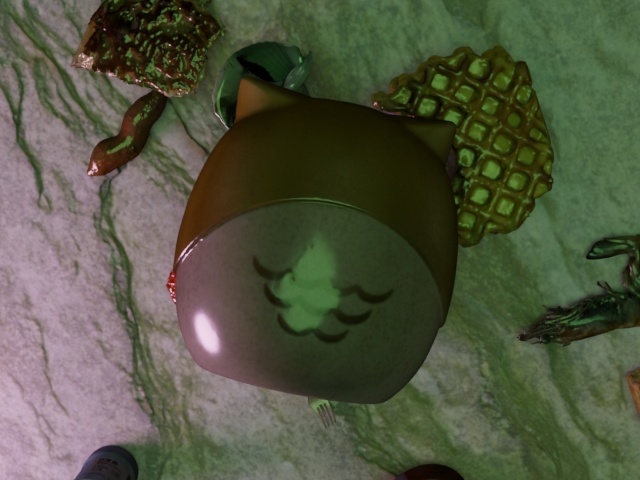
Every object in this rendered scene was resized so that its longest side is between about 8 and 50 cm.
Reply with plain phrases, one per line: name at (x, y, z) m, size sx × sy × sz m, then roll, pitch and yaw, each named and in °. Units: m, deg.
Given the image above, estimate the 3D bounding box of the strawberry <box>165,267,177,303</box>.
strawberry at (-0.168, 0.046, 1.541) m, size 0.175 × 0.107 × 0.235 m, roll 23°, pitch 99°, yaw -2°

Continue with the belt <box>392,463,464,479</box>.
belt at (0.164, 0.526, 1.606) m, size 0.184 × 0.105 × 0.261 m, roll 42°, pitch 99°, yaw -3°

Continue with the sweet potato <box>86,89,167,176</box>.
sweet potato at (-0.323, -0.187, 1.538) m, size 0.065 × 0.051 × 0.218 m, roll 40°, pitch 98°, yaw -19°

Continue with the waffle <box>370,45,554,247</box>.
waffle at (0.244, -0.153, 1.478) m, size 0.261 × 0.151 × 0.324 m, roll -16°, pitch 99°, yaw 8°

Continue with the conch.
conch at (-0.086, -0.227, 1.487) m, size 0.172 × 0.131 × 0.200 m, roll 32°, pitch 81°, yaw 6°

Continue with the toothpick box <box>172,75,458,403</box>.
toothpick box at (0.000, 0.000, 1.310) m, size 0.409 × 0.409 × 0.425 m, roll 12°, pitch 88°, yaw 0°

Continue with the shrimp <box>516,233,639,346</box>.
shrimp at (0.475, 0.088, 1.555) m, size 0.296 × 0.058 × 0.169 m, roll -16°, pitch 91°, yaw 1°

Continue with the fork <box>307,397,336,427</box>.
fork at (-0.040, 0.241, 1.612) m, size 0.034 × 0.028 × 0.219 m, roll -33°, pitch 92°, yaw 14°

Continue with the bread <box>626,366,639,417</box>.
bread at (0.671, 0.336, 1.554) m, size 0.185 × 0.114 × 0.274 m, roll -21°, pitch 99°, yaw 6°

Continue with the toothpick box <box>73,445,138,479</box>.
toothpick box at (-0.390, 0.440, 1.587) m, size 0.101 × 0.153 × 0.101 m, roll 0°, pitch 99°, yaw 2°

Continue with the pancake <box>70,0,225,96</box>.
pancake at (-0.284, -0.359, 1.503) m, size 0.258 × 0.056 × 0.212 m, roll 16°, pitch 93°, yaw 7°
